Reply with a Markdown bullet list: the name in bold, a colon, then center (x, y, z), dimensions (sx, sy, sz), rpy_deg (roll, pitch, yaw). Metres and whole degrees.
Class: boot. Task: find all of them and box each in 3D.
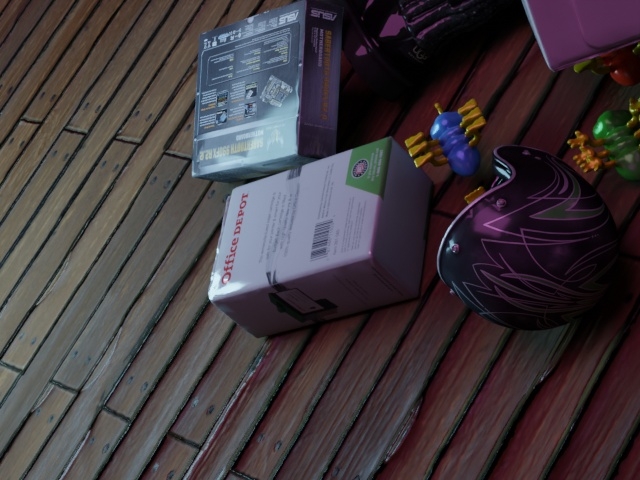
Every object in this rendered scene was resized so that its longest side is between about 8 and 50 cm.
- **boot**: center (0.121, -0.348, 1.902), dimensions (0.260, 0.131, 0.348), rpy_deg (-40, 49, 20)

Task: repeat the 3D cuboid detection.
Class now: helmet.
- **helmet**: center (0.192, 0.005, 1.507), dimensions (0.169, 0.169, 0.161), rpy_deg (-31, 26, 20)

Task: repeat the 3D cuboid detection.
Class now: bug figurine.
- **bug figurine**: center (0.233, -0.112, 1.649), dimensions (0.279, 0.072, 0.216), rpy_deg (-29, 48, 15)

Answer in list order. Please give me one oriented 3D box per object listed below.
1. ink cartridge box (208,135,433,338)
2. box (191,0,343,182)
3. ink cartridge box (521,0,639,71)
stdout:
- **ink cartridge box**: center (0.000, 0.000, 1.754), dimensions (0.219, 0.092, 0.160), rpy_deg (-16, 48, 34)
- **box**: center (-0.065, -0.171, 1.903), dimensions (0.231, 0.056, 0.183), rpy_deg (-9, 77, 54)
- **ink cartridge box**: center (0.273, -0.318, 1.583), dimensions (0.197, 0.198, 0.270), rpy_deg (-19, 20, 9)
